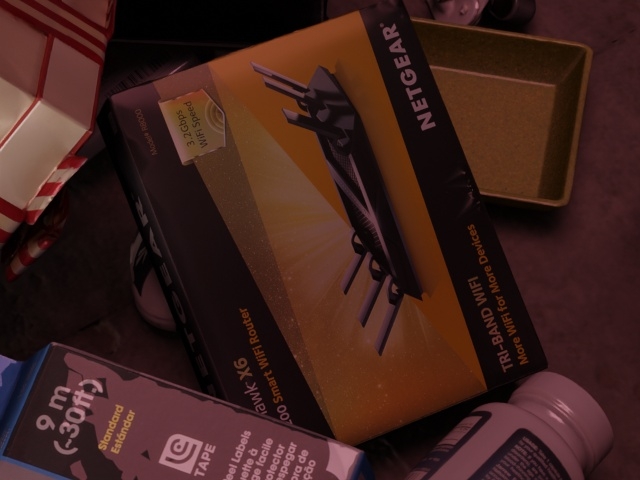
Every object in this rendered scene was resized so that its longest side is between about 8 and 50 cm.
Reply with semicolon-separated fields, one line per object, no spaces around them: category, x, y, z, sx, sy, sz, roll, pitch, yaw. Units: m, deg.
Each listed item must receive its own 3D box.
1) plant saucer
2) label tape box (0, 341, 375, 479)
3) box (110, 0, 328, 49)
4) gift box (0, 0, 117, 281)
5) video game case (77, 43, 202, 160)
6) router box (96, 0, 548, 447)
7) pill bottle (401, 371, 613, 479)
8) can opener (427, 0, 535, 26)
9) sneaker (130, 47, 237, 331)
plant saucer;0.127;-0.100;1.689;0.188;0.045;0.188;9;52;7
label tape box;-0.167;0.213;1.351;0.347;0.115;0.249;19;73;10
box;-0.221;-0.419;1.664;0.480;0.297;0.472;2;42;1
gift box;-0.285;-0.116;1.447;0.258;0.276;0.255;33;33;-22
video game case;-0.231;-0.138;1.672;0.212;0.023;0.193;-40;55;-3
router box;0.000;0.000;1.496;0.243;0.081;0.309;-21;86;-15
pill bottle;0.127;0.181;1.429;0.108;0.108;0.180;36;59;24
can opener;0.109;-0.292;1.835;0.093;0.074;0.280;10;44;-38
sneaker;-0.097;-0.055;1.580;0.094;0.153;0.235;15;53;12
